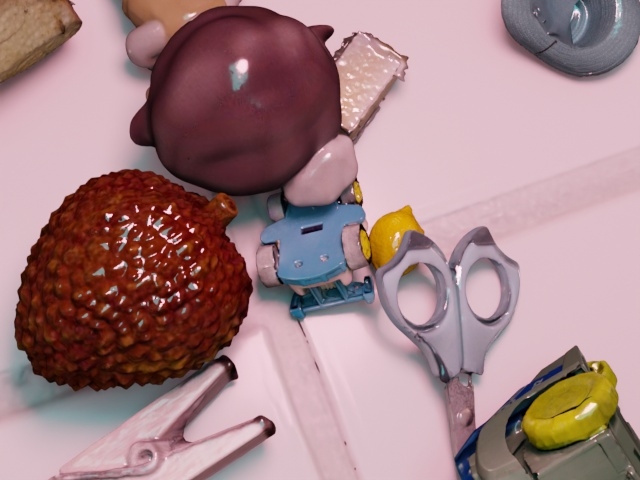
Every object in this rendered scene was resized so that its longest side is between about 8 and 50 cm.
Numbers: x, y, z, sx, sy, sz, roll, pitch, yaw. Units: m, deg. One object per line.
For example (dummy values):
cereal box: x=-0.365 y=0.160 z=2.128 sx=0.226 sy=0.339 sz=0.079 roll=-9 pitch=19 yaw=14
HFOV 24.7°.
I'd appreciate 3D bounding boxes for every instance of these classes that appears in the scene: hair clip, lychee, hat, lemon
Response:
hair clip: x=-0.206 y=0.254 z=1.536 sx=0.331 sy=0.085 sz=0.101 roll=-35 pitch=80 yaw=-6
lychee: x=-0.196 y=0.044 z=1.520 sx=0.271 sy=0.236 sz=0.236 roll=-32 pitch=81 yaw=6
hat: x=0.285 y=-0.275 z=1.723 sx=0.191 sy=0.078 sz=0.138 roll=26 pitch=83 yaw=-18
lemon: x=0.086 y=0.001 z=1.639 sx=0.065 sy=0.065 sz=0.092 roll=18 pitch=75 yaw=-1

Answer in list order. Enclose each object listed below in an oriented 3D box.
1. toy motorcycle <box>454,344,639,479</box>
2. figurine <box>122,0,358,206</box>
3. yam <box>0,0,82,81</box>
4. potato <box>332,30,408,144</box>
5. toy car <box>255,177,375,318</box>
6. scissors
toy motorcycle: x=0.238 y=0.225 z=1.494 sx=0.200 sy=0.326 sz=0.191 roll=-32 pitch=102 yaw=7
figurine: x=-0.125 y=-0.193 z=1.610 sx=0.218 sy=0.206 sz=0.365 roll=-15 pitch=42 yaw=-26
yam: x=-0.412 y=-0.286 z=1.601 sx=0.202 sy=0.201 sz=0.271 roll=-39 pitch=89 yaw=-12
potato: x=0.040 y=-0.175 z=1.679 sx=0.086 sy=0.061 sz=0.122 roll=36 pitch=74 yaw=4
toy car: x=0.000 y=0.000 z=1.630 sx=0.126 sy=0.098 sz=0.161 roll=-13 pitch=46 yaw=14
scissors: x=0.155 y=0.163 z=1.602 sx=0.191 sy=0.029 sz=0.360 roll=-1 pitch=82 yaw=-32
